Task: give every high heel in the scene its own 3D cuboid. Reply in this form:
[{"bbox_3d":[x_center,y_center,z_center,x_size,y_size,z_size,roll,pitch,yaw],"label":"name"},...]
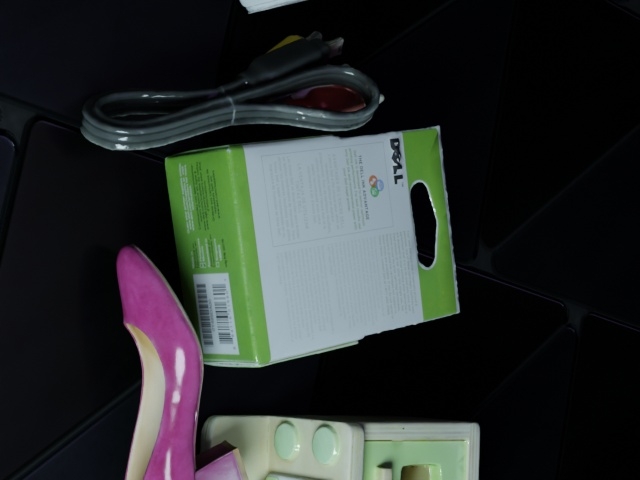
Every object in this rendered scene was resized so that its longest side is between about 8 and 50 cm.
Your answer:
[{"bbox_3d":[-0.152,0.131,1.237,0.117,0.082,0.244,-23,102,-18],"label":"high heel"}]

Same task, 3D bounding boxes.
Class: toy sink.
[{"bbox_3d":[0.022,0.235,1.326,0.234,0.131,0.153,7,83,-39],"label":"toy sink"}]

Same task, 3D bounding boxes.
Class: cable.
[{"bbox_3d":[-0.064,-0.109,1.286,0.287,0.139,0.072,-27,146,-31],"label":"cable"}]

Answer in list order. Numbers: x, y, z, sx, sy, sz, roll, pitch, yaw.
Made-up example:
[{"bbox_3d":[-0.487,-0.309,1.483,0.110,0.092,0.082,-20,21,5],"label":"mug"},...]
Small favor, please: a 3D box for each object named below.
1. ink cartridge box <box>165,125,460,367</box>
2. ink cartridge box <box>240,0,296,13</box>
[{"bbox_3d":[0.000,0.000,1.342,0.255,0.097,0.189,-10,94,-41],"label":"ink cartridge box"},{"bbox_3d":[0.016,-0.312,1.370,0.218,0.092,0.159,-21,101,-36],"label":"ink cartridge box"}]
